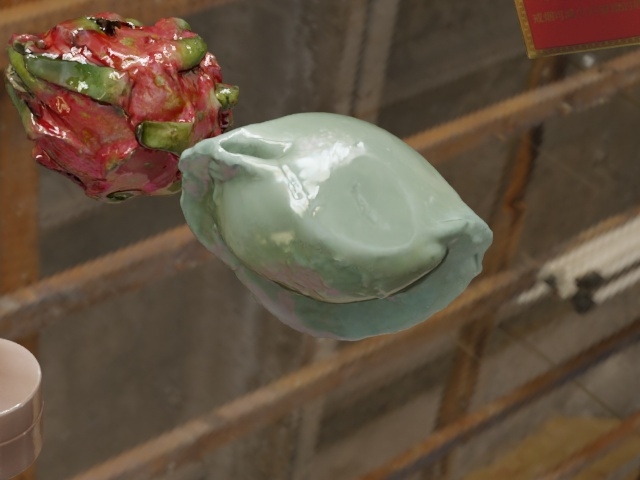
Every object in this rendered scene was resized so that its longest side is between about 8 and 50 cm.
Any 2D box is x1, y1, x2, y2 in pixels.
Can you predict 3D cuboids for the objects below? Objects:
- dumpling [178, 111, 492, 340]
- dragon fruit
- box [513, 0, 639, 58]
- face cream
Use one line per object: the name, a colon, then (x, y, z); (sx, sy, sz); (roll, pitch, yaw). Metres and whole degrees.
dumpling: (0.000, -0.016, 1.634); (0.270, 0.320, 0.212); (-51, -15, 9)
dragon fruit: (-0.256, -0.176, 1.785); (0.302, 0.237, 0.231); (15, -34, -26)
box: (0.247, -0.294, 1.340); (0.074, 0.153, 0.240); (-69, -33, -43)
face cream: (-0.395, 0.196, 1.637); (0.149, 0.149, 0.104); (-23, -46, -34)
